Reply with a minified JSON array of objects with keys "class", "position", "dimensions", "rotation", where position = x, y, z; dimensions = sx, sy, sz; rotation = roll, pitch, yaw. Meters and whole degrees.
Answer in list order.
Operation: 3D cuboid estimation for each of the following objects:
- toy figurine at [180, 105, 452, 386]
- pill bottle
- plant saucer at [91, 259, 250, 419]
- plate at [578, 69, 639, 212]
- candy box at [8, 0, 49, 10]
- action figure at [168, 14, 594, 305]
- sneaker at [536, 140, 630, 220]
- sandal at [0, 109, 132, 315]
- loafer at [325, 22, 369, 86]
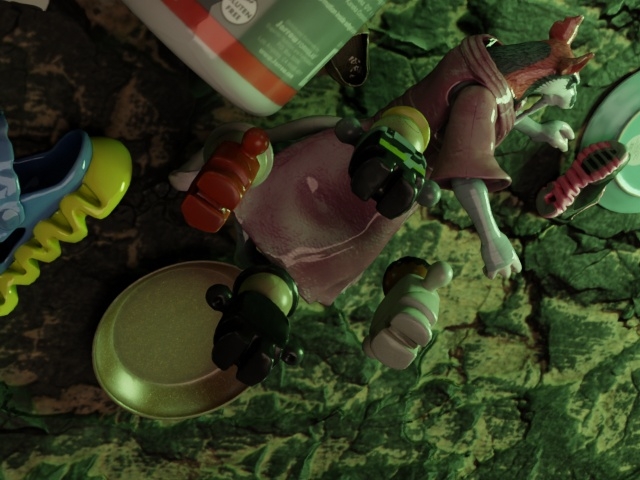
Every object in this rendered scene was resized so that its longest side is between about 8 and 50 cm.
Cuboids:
[{"class":"toy figurine","position":[0.000,0.000,1.026],"dimensions":[0.209,0.148,0.213],"rotation":[-7,111,10]},{"class":"pill bottle","position":[0.006,-0.293,1.006],"dimensions":[0.363,0.210,0.210],"rotation":[-45,126,8]},{"class":"plant saucer","position":[-0.141,0.097,1.296],"dimensions":[0.199,0.036,0.198],"rotation":[-11,123,-17]},{"class":"plate","position":[0.374,-0.108,1.386],"dimensions":[0.188,0.024,0.188],"rotation":[-11,124,-16]},{"class":"candy box","position":[-0.275,-0.274,0.949],"dimensions":[0.196,0.070,0.165],"rotation":[12,143,-28]},{"class":"action figure","position":[0.090,-0.100,1.171],"dimensions":[0.276,0.248,0.370],"rotation":[45,113,-10]},{"class":"sneaker","position":[0.294,-0.062,1.366],"dimensions":[0.057,0.047,0.119],"rotation":[25,126,-40]},{"class":"sandal","position":[-0.319,0.002,1.121],"dimensions":[0.138,0.126,0.317],"rotation":[39,92,-32]},{"class":"loafer","position":[0.020,-0.206,1.164],"dimensions":[0.056,0.050,0.148],"rotation":[-27,128,-7]}]
